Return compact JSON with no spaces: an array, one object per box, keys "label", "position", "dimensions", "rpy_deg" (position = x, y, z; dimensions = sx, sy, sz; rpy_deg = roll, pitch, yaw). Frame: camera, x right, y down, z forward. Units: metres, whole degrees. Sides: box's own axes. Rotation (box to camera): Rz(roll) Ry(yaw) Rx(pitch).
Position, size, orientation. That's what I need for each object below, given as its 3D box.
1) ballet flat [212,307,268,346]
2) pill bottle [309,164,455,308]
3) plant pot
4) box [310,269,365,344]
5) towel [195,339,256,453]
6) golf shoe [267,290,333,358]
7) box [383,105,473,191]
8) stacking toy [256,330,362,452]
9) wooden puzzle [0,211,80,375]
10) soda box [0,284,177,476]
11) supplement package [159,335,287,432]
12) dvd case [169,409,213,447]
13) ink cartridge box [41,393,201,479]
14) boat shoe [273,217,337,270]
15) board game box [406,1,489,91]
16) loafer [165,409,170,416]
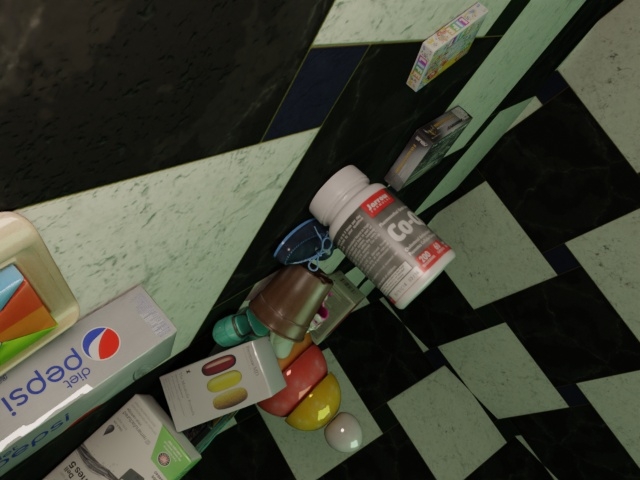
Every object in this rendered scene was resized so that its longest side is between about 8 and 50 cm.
[{"label":"ballet flat","position":[-0.203,0.217,1.305],"dimensions":[0.087,0.083,0.247],"rpy_deg":[-22,171,9]},{"label":"pill bottle","position":[0.120,-0.013,1.079],"dimensions":[0.161,0.283,0.161],"rpy_deg":[-42,167,-12]},{"label":"plant pot","position":[-0.064,0.135,1.296],"dimensions":[0.165,0.167,0.167],"rpy_deg":[-55,166,9]},{"label":"box","position":[0.029,0.247,1.961],"dimensions":[0.232,0.148,0.127],"rpy_deg":[-49,168,22]},{"label":"towel","position":[-0.277,0.420,1.442],"dimensions":[0.370,0.040,0.271],"rpy_deg":[-49,-157,5]},{"label":"golf shoe","position":[-0.059,0.225,1.462],"dimensions":[0.115,0.140,0.306],"rpy_deg":[-37,149,-55]},{"label":"box","position":[0.289,-0.247,1.405],"dimensions":[0.231,0.056,0.183],"rpy_deg":[-34,165,-40]},{"label":"stacking toy","position":[-0.058,0.485,1.673],"dimensions":[0.350,0.480,0.351],"rpy_deg":[-42,167,-12]},{"label":"wooden puzzle","position":[-0.340,0.096,0.489],"dimensions":[0.221,0.044,0.239],"rpy_deg":[-39,166,-26]},{"label":"soda box","position":[-0.332,0.183,0.689],"dimensions":[0.286,0.091,0.098],"rpy_deg":[-35,165,-39]},{"label":"supplement package","position":[-0.226,0.334,1.247],"dimensions":[0.244,0.139,0.134],"rpy_deg":[-23,171,9]},{"label":"dvd case","position":[-0.352,0.474,1.422],"dimensions":[0.180,0.022,0.253],"rpy_deg":[-46,-157,10]},{"label":"ink cartridge box","position":[-0.439,0.511,1.169],"dimensions":[0.273,0.198,0.115],"rpy_deg":[-43,168,-12]},{"label":"boat shoe","position":[0.000,0.000,1.187],"dimensions":[0.258,0.089,0.109],"rpy_deg":[-30,161,-49]},{"label":"board game box","position":[0.226,-0.345,0.942],"dimensions":[0.154,0.026,0.103],"rpy_deg":[-40,167,-21]},{"label":"loafer","position":[-0.485,0.591,1.435],"dimensions":[0.130,0.134,0.366],"rpy_deg":[-47,168,10]}]
